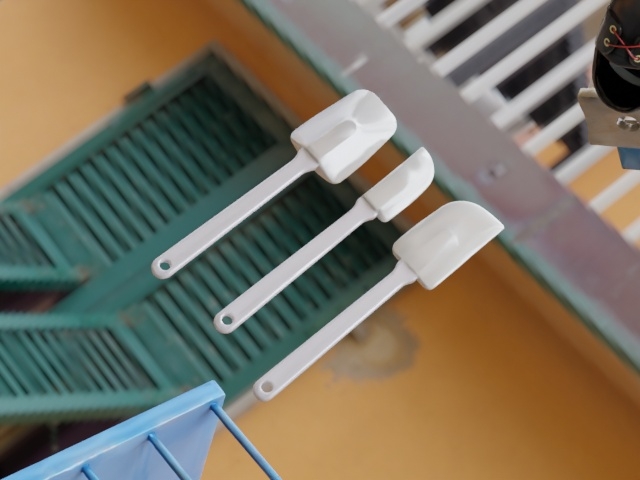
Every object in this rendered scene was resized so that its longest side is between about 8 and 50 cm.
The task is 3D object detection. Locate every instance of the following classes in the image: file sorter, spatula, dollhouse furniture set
[{"bbox_3d":[-0.100,0.170,0.796,0.104,0.170,0.118,46,-40,27],"label":"file sorter"},{"bbox_3d":[0.000,0.000,1.241,0.168,0.242,0.019,48,-21,10],"label":"spatula"},{"bbox_3d":[0.329,-0.112,1.484,0.129,0.129,0.184,6,-36,26],"label":"dollhouse furniture set"}]

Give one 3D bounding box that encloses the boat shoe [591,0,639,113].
[{"bbox_3d":[0.181,-0.114,0.915,0.049,0.042,0.133,32,-17,16],"label":"boat shoe"}]
